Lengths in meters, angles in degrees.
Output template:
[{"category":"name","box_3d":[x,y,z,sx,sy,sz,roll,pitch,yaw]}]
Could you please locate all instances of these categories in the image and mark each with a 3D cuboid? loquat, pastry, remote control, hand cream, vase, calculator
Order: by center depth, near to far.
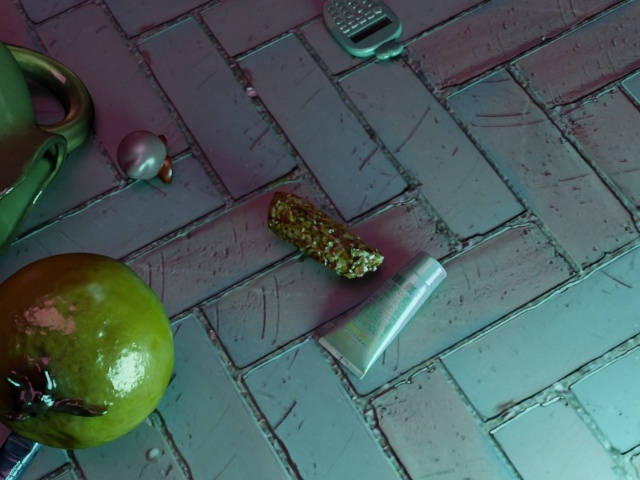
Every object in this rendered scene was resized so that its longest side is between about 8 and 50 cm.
[{"category":"loquat","box_3d":[-0.288,0.131,1.352,0.244,0.244,0.244,-2,60,4]},{"category":"remote control","box_3d":[-0.367,0.256,1.410,0.043,0.027,0.152,20,61,20]},{"category":"hand cream","box_3d":[0.082,0.088,1.464,0.076,0.047,0.174,40,79,23]},{"category":"pastry","box_3d":[0.001,0.000,1.498,0.169,0.087,0.063,35,102,22]},{"category":"vase","box_3d":[-0.445,-0.162,1.569,0.302,0.241,0.329,43,45,12]},{"category":"calculator","box_3d":[0.063,-0.314,1.706,0.095,0.021,0.153,-32,62,-13]}]

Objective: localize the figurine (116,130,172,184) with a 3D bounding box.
[{"category":"figurine","box_3d":[-0.242,-0.118,1.593,0.071,0.067,0.083,-2,41,-20]}]
